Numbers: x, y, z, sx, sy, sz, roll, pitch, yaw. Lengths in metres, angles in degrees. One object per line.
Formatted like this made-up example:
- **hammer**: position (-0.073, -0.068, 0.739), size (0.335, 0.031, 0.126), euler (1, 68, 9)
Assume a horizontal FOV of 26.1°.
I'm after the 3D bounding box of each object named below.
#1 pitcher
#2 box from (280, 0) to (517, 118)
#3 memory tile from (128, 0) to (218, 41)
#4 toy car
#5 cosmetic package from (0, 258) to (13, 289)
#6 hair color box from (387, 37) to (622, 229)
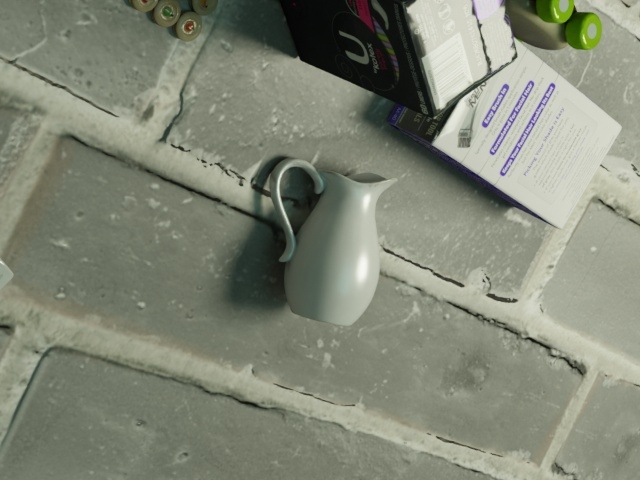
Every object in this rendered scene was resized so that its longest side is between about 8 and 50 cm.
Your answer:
- **pitcher**: position (0.000, 0.000, 1.835), size (0.178, 0.125, 0.207), euler (12, 93, -21)
- **box**: position (0.080, -0.280, 1.647), size (0.143, 0.270, 0.165), euler (-36, 129, -21)
- **memory tile**: position (-0.152, -0.315, 1.618), size (0.113, 0.012, 0.148), euler (32, 88, -44)
- **toy car**: position (0.314, -0.370, 1.893), size (0.149, 0.155, 0.188), euler (30, 78, -44)
- **cosmetic package**: position (-0.448, 0.011, 1.412), size (0.151, 0.184, 0.151), euler (-47, 132, -14)
- **hair color box**: position (0.270, -0.166, 1.973), size (0.339, 0.110, 0.185), euler (29, 92, -45)
